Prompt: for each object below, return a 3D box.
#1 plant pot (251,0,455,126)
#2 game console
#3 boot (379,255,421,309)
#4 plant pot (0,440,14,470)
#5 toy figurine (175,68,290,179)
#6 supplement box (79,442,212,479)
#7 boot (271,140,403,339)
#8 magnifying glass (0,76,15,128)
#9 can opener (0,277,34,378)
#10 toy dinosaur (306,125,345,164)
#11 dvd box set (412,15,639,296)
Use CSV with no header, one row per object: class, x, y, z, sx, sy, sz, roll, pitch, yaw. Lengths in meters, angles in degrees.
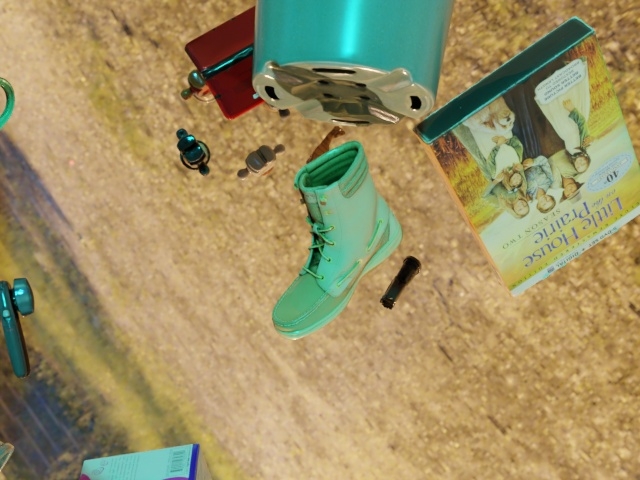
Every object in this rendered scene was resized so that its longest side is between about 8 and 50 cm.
plant pot,0.050,-0.353,1.242,0.341,0.341,0.334,166,112,-65
game console,-0.117,-0.277,1.386,0.124,0.144,0.085,62,175,-25
boot,0.178,0.097,2.007,0.045,0.099,0.121,35,152,7
plant pot,-0.518,0.257,0.948,0.255,0.271,0.271,38,156,-3
toy figurine,-0.165,-0.221,1.688,0.148,0.210,0.213,162,115,-86
supplement box,-0.318,0.458,1.615,0.111,0.220,0.114,-92,-8,-55
boot,0.000,0.000,1.301,0.095,0.262,0.203,31,157,42
magnifying glass,-0.628,-0.192,1.646,0.026,0.231,0.092,22,-178,28
can opener,-0.559,0.160,1.628,0.059,0.073,0.186,57,-158,-79
toy dinosaur,-0.014,-0.160,1.900,0.064,0.211,0.112,19,146,15
dvd box set,0.367,-0.118,1.484,0.420,0.308,0.062,54,-176,-41
